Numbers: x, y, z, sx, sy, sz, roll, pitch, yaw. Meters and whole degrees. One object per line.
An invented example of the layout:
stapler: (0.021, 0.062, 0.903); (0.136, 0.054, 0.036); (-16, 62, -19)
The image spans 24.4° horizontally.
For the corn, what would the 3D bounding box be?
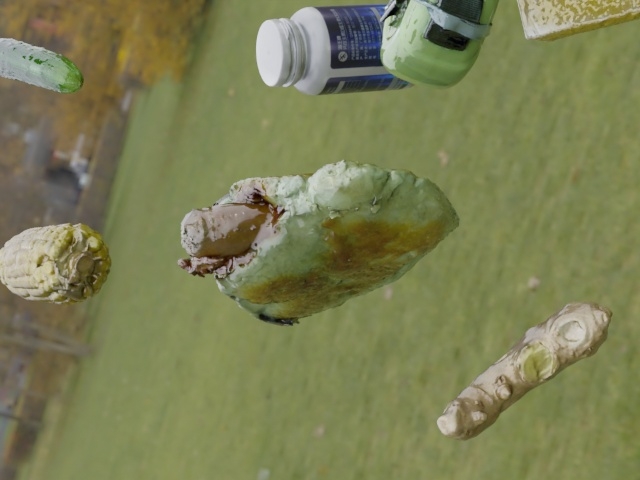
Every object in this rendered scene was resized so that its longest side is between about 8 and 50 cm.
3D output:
corn: (-0.313, 0.028, 1.723); (0.261, 0.097, 0.097); (-2, 70, 63)

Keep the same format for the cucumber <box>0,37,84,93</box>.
cucumber: (-0.264, -0.157, 1.303); (0.155, 0.037, 0.037); (18, 91, 38)

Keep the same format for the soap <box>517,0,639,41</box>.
soap: (0.384, -0.363, 1.786); (0.091, 0.315, 0.199); (-29, -72, -64)

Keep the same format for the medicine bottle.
medicine bottle: (0.025, -0.231, 1.798); (0.107, 0.191, 0.107); (174, 90, -66)

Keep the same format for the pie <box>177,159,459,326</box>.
pie: (0.006, 0.003, 1.576); (0.257, 0.274, 0.105); (49, -155, -54)

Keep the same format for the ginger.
ginger: (0.172, 0.109, 1.242); (0.173, 0.051, 0.069); (-42, 3, 0)

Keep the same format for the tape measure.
tape measure: (0.114, -0.233, 1.402); (0.200, 0.106, 0.175); (157, 131, -74)
